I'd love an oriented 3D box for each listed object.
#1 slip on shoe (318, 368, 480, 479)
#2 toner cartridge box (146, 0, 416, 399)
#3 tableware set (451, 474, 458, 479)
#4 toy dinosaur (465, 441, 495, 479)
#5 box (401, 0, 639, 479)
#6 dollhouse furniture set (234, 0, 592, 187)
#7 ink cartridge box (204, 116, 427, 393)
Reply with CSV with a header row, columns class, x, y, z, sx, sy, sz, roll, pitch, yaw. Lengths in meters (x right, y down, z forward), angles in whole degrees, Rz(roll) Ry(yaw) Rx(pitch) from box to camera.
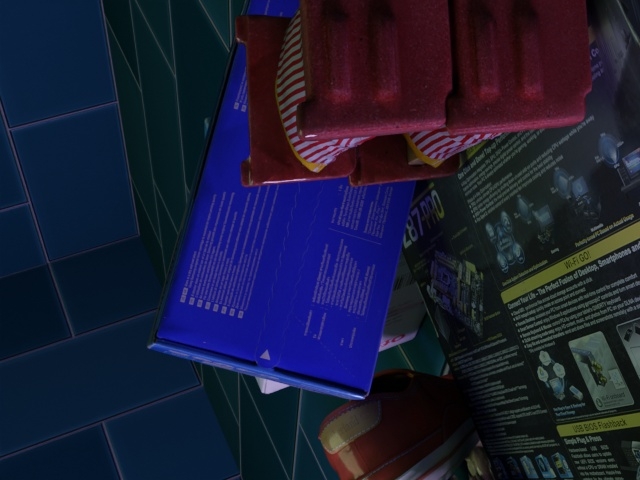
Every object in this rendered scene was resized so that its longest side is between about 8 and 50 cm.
class,x,y,z,sx,sy,sz,roll,pitch,yaw
slip on shoe,0.082,0.161,0.827,0.101,0.123,0.331,54,-165,9
toner cartridge box,-0.010,-0.064,0.711,0.075,0.165,0.347,145,141,-73
tableware set,0.115,0.266,1.082,0.194,0.039,0.128,81,163,-60
toy dinosaur,0.175,0.249,0.949,0.092,0.053,0.183,69,176,-62
box,0.190,0.053,0.603,0.318,0.097,0.395,66,163,10
dollhouse furniture set,0.031,-0.225,0.538,0.201,0.152,0.374,154,113,-76
ink cartridge box,0.000,0.000,0.957,0.270,0.198,0.197,102,145,-58
